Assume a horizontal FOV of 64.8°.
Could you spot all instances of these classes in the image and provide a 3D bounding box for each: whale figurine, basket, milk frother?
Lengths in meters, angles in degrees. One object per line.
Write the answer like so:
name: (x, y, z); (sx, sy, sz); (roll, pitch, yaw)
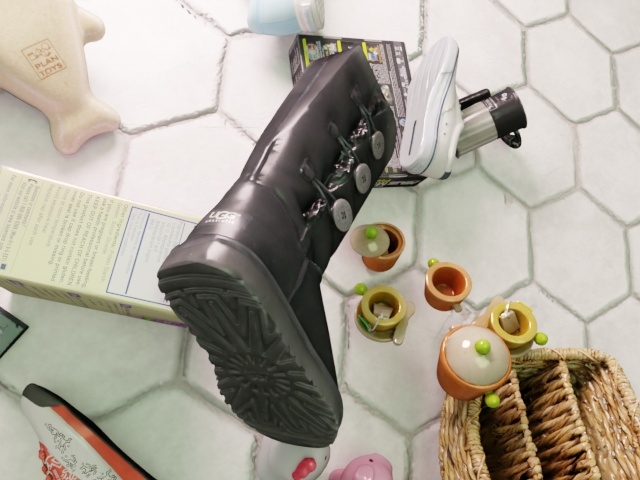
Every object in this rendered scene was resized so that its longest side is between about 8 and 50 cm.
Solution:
whale figurine: (-0.409, -0.260, 0.720); (0.216, 0.141, 0.271); (-41, 117, -23)
basket: (0.312, 0.301, 0.716); (0.214, 0.223, 0.299); (21, 45, -16)
milk frother: (0.313, -0.206, 0.968); (0.135, 0.129, 0.143); (-24, 119, 11)

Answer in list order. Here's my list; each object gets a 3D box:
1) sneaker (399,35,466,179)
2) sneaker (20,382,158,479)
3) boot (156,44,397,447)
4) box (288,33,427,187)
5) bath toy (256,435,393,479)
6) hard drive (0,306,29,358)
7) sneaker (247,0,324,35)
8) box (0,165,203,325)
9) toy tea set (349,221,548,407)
sneaker: (0.205, -0.225, 0.877); (0.091, 0.094, 0.257); (20, 79, -26)
sneaker: (-0.308, 0.314, 0.621); (0.270, 0.090, 0.145); (46, 65, -7)
boot: (0.000, -0.002, 0.690); (0.146, 0.366, 0.445); (4, 44, 19)
box: (0.068, -0.228, 0.901); (0.217, 0.060, 0.269); (-5, 79, -20)
bath toy: (0.068, 0.378, 0.718); (0.348, 0.129, 0.151); (41, 68, -5)
hard drive: (-0.469, 0.109, 0.650); (0.135, 0.022, 0.094); (38, 68, -8)
sneaker: (-0.079, -0.512, 0.884); (0.150, 0.135, 0.365); (-7, 62, 9)
box: (-0.267, 0.025, 0.637); (0.243, 0.213, 0.117); (16, 73, -15)
toy tea set: (0.169, 0.088, 0.757); (0.336, 0.124, 0.200); (33, 61, 19)
